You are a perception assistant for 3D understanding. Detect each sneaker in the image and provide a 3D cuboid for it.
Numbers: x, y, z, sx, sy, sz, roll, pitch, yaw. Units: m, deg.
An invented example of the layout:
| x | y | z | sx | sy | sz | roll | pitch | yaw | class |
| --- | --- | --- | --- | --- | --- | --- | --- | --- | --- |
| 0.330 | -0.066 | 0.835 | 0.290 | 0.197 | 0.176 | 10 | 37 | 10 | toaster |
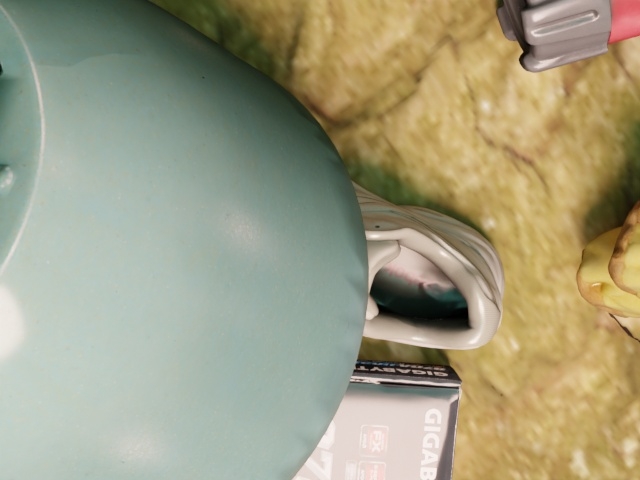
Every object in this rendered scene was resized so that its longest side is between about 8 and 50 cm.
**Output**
| x | y | z | sx | sy | sz | roll | pitch | yaw | class |
| --- | --- | --- | --- | --- | --- | --- | --- | --- | --- |
| 0.000 | 0.000 | 0.785 | 0.232 | 0.115 | 0.090 | 16 | 98 | -5 | sneaker |

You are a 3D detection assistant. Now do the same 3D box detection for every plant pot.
| x | y | z | sx | sy | sz | roll | pitch | yaw | class |
| --- | --- | --- | --- | --- | --- | --- | --- | --- | --- |
| -0.151 | 0.002 | 0.660 | 0.293 | 0.235 | 0.293 | -5 | 74 | 18 | plant pot |

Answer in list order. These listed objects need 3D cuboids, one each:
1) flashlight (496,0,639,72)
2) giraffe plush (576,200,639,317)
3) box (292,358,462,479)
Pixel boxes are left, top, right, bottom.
| x | y | z | sx | sy | sz | roll | pitch | yaw | class |
| --- | --- | --- | --- | --- | --- | --- | --- | --- | --- |
| 0.243 | -0.181 | 0.776 | 0.304 | 0.103 | 0.103 | -17 | 96 | 2 | flashlight |
| 0.256 | -0.031 | 0.764 | 0.181 | 0.210 | 0.170 | 21 | 79 | -19 | giraffe plush |
| -0.014 | 0.178 | 0.845 | 0.175 | 0.051 | 0.220 | 5 | 98 | -3 | box |
